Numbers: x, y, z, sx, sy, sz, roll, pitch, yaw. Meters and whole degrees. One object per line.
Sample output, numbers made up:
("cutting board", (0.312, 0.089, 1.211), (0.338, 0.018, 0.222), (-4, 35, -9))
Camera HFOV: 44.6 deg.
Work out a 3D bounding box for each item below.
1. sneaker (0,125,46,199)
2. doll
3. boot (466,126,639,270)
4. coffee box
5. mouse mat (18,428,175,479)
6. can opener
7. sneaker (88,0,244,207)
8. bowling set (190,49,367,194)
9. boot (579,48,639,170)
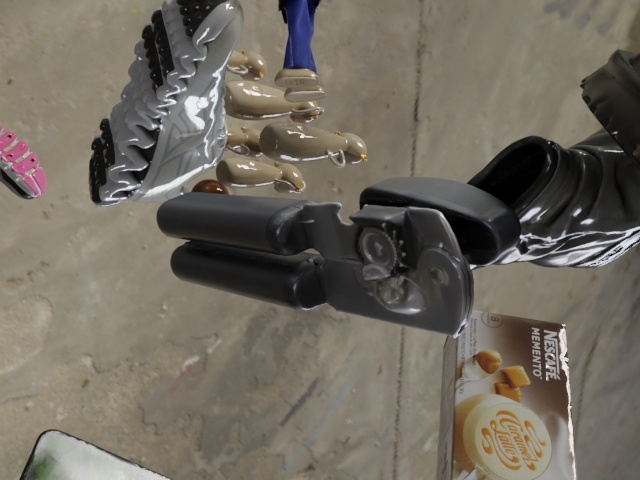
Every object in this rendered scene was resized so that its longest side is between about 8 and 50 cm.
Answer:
("sneaker", (-0.398, -0.099, 0.901), (0.170, 0.063, 0.075), (41, 110, -12))
("doll", (-0.022, -0.230, 0.717), (0.129, 0.046, 0.189), (44, 42, -76))
("boot", (0.188, -0.050, 0.496), (0.161, 0.083, 0.246), (-3, 146, -38))
("coffee box", (0.218, 0.214, 0.929), (0.098, 0.141, 0.246), (97, 4, -48))
("mouse mat", (-0.177, 0.249, 0.600), (0.152, 0.189, 0.007), (29, 129, -17))
("can opener", (0.000, 0.000, 0.522), (0.095, 0.283, 0.076), (-27, 112, -35))
("sneaker", (-0.140, -0.137, 0.794), (0.118, 0.110, 0.292), (10, 141, -31))
("bowling set", (-0.091, -0.127, 1.055), (0.154, 0.287, 0.200), (0, 131, -41))
("boot", (0.256, -0.074, 0.284), (0.260, 0.131, 0.348), (-39, -169, 19))
